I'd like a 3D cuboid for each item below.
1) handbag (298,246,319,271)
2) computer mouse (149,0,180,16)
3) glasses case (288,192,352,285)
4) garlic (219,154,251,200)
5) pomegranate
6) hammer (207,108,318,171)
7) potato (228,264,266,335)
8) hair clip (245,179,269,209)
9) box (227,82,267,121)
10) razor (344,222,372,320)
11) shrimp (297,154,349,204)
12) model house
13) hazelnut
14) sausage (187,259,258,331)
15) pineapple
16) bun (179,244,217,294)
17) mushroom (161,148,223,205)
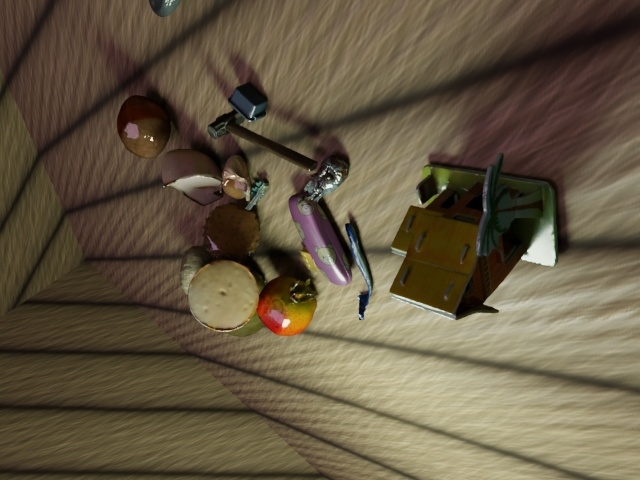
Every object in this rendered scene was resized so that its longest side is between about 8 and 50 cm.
[{"bbox_3d":[-0.032,0.063,1.856,0.061,0.027,0.083,13,135,44],"label":"handbag"},{"bbox_3d":[-0.383,-0.679,1.459,0.113,0.068,0.229,55,141,16],"label":"computer mouse"},{"bbox_3d":[0.000,0.000,1.693,0.123,0.075,0.317,7,129,56],"label":"glasses case"},{"bbox_3d":[-0.273,-0.190,1.817,0.174,0.098,0.124,113,155,-62],"label":"garlic"},{"bbox_3d":[-0.109,0.218,1.962,0.210,0.210,0.235,49,133,0],"label":"pomegranate"},{"bbox_3d":[-0.151,-0.267,1.562,0.365,0.111,0.044,30,144,30],"label":"hammer"},{"bbox_3d":[-0.332,0.253,2.233,0.359,0.269,0.219,87,167,-53],"label":"potato"},{"bbox_3d":[-0.203,-0.152,1.826,0.049,0.049,0.173,50,145,0],"label":"hair clip"},{"bbox_3d":[-0.192,-0.376,1.542,0.099,0.074,0.054,44,135,10],"label":"box"},{"bbox_3d":[0.117,0.083,1.669,0.056,0.093,0.324,-6,124,8],"label":"razor"},{"bbox_3d":[-0.005,-0.147,1.521,0.079,0.090,0.233,36,138,-15],"label":"shrimp"},{"bbox_3d":[0.244,-0.026,1.104,0.300,0.323,0.340,17,137,42],"label":"model house"},{"bbox_3d":[-0.609,-0.397,1.964,0.214,0.176,0.215,171,90,-66],"label":"hazelnut"},{"bbox_3d":[-0.329,0.188,1.922,0.233,0.233,0.287,50,167,-1],"label":"sausage"},{"bbox_3d":[-0.323,-0.010,2.031,0.202,0.202,0.362,50,165,-1],"label":"pineapple"},{"bbox_3d":[-0.493,0.129,2.315,0.153,0.244,0.244,-3,132,7],"label":"bun"},{"bbox_3d":[-0.405,-0.243,1.933,0.161,0.174,0.236,-16,160,19],"label":"mushroom"}]
